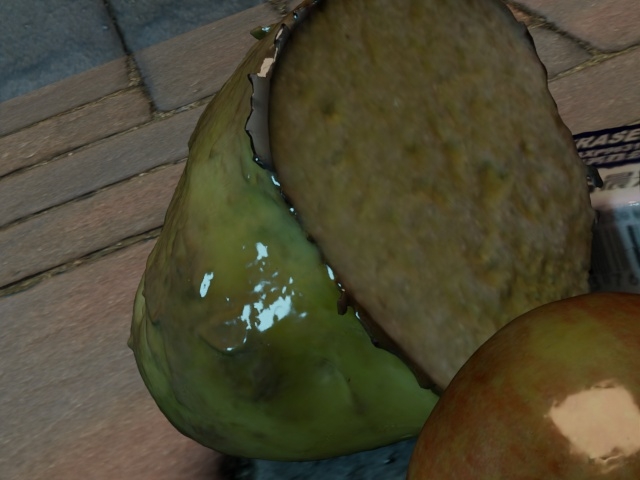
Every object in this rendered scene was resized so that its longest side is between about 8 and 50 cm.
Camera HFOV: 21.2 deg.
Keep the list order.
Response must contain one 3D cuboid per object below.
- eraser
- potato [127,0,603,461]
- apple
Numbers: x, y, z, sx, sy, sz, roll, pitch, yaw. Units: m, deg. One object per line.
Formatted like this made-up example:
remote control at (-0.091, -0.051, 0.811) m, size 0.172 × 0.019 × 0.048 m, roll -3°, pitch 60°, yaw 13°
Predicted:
eraser at (0.177, -0.015, 1.200) m, size 0.287 × 0.086 × 0.130 m, roll -9°, pitch 23°, yaw 30°
potato at (0.000, 0.000, 1.100) m, size 0.288 × 0.301 × 0.237 m, roll -36°, pitch 7°, yaw -41°
apple at (0.133, 0.120, 0.725) m, size 0.188 × 0.188 × 0.174 m, roll -23°, pitch 24°, yaw -9°
